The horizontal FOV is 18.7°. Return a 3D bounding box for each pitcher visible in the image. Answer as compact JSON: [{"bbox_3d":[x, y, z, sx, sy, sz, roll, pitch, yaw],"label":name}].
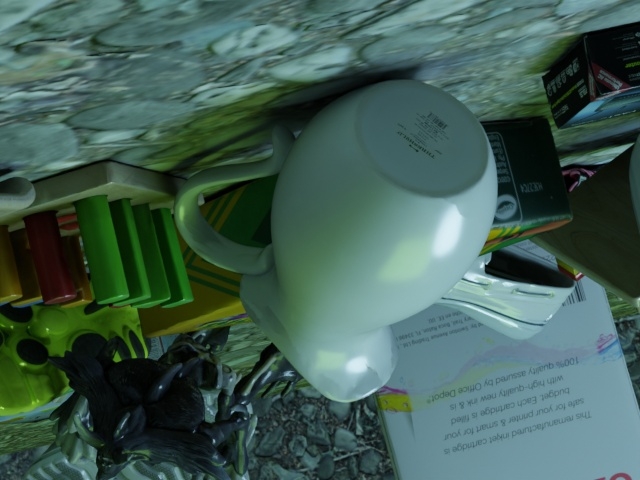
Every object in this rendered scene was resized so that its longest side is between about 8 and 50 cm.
[{"bbox_3d":[0.004,-0.016,1.165,0.125,0.178,0.207,-54,176,-38],"label":"pitcher"}]

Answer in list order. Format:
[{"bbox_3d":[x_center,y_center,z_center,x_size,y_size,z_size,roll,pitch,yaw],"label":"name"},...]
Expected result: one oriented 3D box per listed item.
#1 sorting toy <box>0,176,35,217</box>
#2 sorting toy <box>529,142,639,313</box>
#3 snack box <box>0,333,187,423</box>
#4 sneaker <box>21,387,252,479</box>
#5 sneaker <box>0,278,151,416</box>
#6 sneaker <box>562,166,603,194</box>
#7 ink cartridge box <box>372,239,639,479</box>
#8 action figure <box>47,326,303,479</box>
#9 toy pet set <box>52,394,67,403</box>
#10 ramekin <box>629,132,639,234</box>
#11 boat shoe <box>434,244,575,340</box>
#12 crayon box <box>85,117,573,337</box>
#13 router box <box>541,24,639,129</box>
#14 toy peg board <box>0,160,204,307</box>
[{"bbox_3d":[-0.288,-0.003,1.066,0.193,0.038,0.208,-18,176,27],"label":"sorting toy"},{"bbox_3d":[0.262,0.000,1.549,0.132,0.046,0.274,-36,-138,-18],"label":"sorting toy"},{"bbox_3d":[-0.237,0.136,2.018,0.207,0.070,0.174,-16,173,9],"label":"snack box"},{"bbox_3d":[-0.194,0.199,2.067,0.281,0.105,0.115,-20,-152,24],"label":"sneaker"},{"bbox_3d":[-0.250,0.092,1.527,0.123,0.109,0.295,-23,169,28],"label":"sneaker"},{"bbox_3d":[0.221,-0.044,1.668,0.119,0.047,0.057,-12,161,-23],"label":"sneaker"},{"bbox_3d":[0.158,0.123,1.752,0.226,0.306,0.131,-14,173,2],"label":"ink cartridge box"},{"bbox_3d":[-0.113,0.134,1.475,0.276,0.164,0.141,-34,150,-61],"label":"action figure"},{"bbox_3d":[-0.237,0.094,1.845,0.114,0.065,0.122,-49,176,-2],"label":"toy pet set"},{"bbox_3d":[0.345,-0.031,1.330,0.277,0.135,0.277,-9,149,-6],"label":"ramekin"},{"bbox_3d":[0.112,0.011,1.617,0.226,0.083,0.076,19,129,-33],"label":"boat shoe"},{"bbox_3d":[0.000,0.000,1.425,0.202,0.081,0.318,-8,171,-41],"label":"crayon box"},{"bbox_3d":[0.206,-0.106,1.184,0.122,0.038,0.092,-13,173,-10],"label":"router box"},{"bbox_3d":[-0.167,0.016,1.239,0.161,0.079,0.161,-16,172,15],"label":"toy peg board"}]
